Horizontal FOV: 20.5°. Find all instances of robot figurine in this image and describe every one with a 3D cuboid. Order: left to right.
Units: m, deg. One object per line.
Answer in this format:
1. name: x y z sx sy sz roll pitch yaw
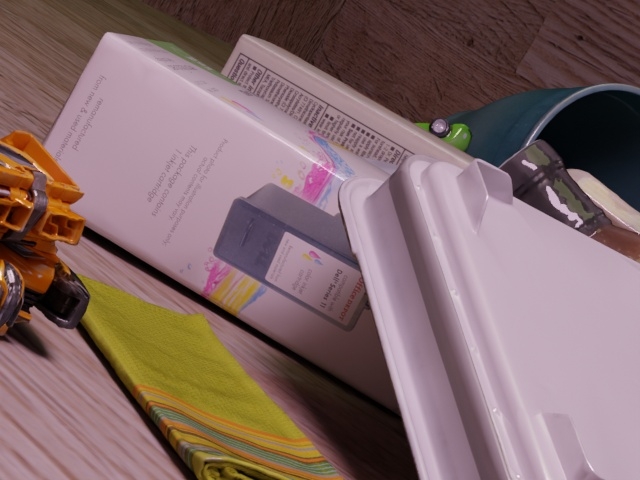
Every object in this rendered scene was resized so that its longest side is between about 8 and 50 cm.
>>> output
1. robot figurine: -0.228 -0.053 0.808 0.291 0.085 0.211 33 9 30

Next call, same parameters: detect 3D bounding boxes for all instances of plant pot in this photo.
1. plant pot: 0.239 -0.050 1.993 0.272 0.271 0.255 25 -5 -33

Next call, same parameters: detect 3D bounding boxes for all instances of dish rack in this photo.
1. dish rack: 0.159 0.089 0.956 0.285 0.072 0.333 27 30 -30

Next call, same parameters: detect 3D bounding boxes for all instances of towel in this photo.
1. towel: -0.058 0.072 0.867 0.102 0.021 0.237 26 8 -32

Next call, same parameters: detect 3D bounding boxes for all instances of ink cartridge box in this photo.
1. ink cartridge box: 0.000 0.000 1.189 0.353 0.119 0.207 31 7 3

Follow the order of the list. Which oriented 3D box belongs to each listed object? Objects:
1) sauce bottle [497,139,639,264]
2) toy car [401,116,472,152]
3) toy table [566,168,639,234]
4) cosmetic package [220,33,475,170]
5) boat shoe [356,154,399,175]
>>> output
1. sauce bottle: 0.240 0.079 1.253 0.344 0.111 0.111 49 11 10
2. toy car: 0.049 -0.099 1.902 0.225 0.053 0.239 2 -18 10
3. toy table: 0.303 0.048 1.542 0.161 0.274 0.252 0 19 42
4. cosmetic package: 0.040 -0.030 1.447 0.296 0.153 0.129 32 9 13
5. boat shoe: -0.034 -0.027 1.351 0.301 0.102 0.108 14 11 8
